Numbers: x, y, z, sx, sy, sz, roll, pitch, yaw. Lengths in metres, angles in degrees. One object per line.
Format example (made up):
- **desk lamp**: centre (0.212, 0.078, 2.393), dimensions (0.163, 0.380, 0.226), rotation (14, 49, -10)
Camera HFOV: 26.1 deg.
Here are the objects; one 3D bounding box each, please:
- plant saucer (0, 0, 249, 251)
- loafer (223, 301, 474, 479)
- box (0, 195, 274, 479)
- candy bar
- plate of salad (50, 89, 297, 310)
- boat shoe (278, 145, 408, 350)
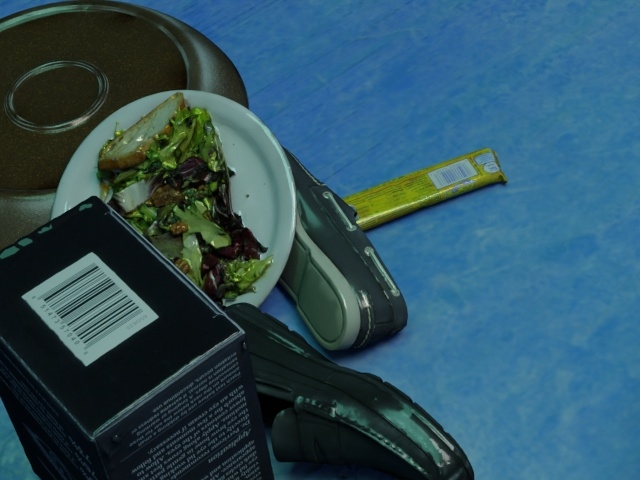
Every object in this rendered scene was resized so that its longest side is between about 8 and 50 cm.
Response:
- **plant saucer**: centre (-0.217, -0.108, 1.159), dimensions (0.311, 0.050, 0.310), rotation (-4, 48, 5)
- **loafer**: centre (0.001, 0.120, 0.917), dimensions (0.223, 0.076, 0.078), rotation (27, 65, 30)
- **box**: centre (-0.119, 0.104, 0.852), dimensions (0.108, 0.207, 0.153), rotation (-35, 55, -22)
- **candy bar**: centre (0.071, -0.036, 1.078), dimensions (0.162, 0.018, 0.040), rotation (-20, 53, -11)
- **plate of salad**: centre (-0.114, -0.018, 1.017), dimensions (0.200, 0.048, 0.199), rotation (-4, 77, 16)
- **boat shoe**: centre (0.000, 0.000, 1.034), dimensions (0.065, 0.075, 0.206), rotation (-4, 45, -29)
